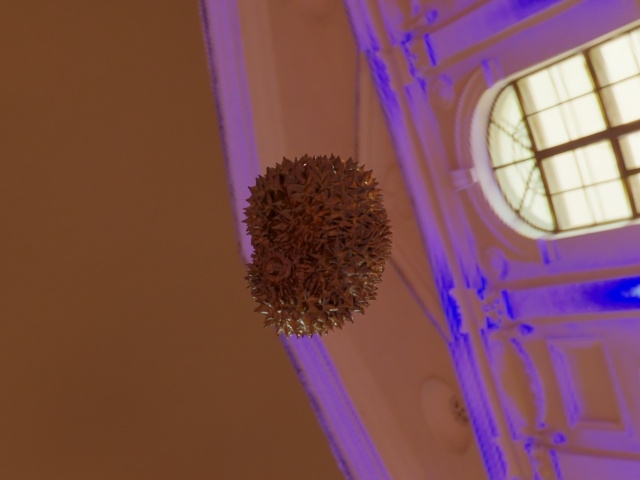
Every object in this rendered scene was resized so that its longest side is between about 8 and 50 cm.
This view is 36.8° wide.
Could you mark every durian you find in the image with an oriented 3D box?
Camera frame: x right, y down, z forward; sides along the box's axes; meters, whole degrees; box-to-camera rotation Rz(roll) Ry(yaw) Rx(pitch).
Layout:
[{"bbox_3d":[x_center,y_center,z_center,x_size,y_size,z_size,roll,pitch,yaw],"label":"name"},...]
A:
[{"bbox_3d":[0.000,0.000,0.854,0.168,0.137,0.158,-28,-48,-56],"label":"durian"}]
